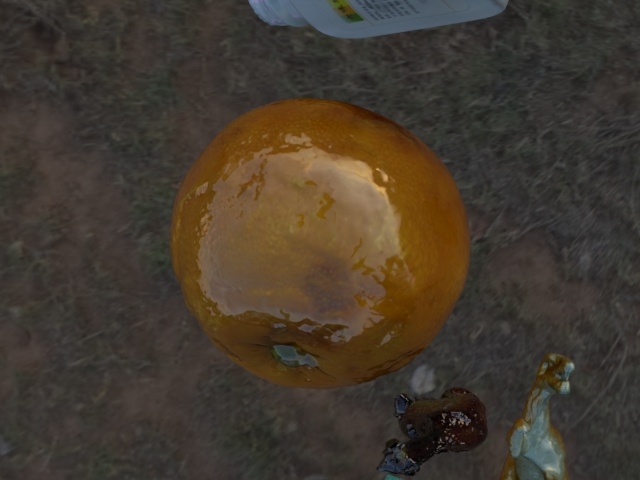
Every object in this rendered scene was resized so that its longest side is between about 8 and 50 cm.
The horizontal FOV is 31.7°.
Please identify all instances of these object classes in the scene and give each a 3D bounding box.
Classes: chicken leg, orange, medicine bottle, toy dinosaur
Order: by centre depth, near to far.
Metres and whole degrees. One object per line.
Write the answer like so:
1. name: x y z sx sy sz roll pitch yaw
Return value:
1. toy dinosaur: 0.157 0.161 0.840 0.057 0.212 0.142 8 81 6
2. orange: 0.000 0.000 0.969 0.261 0.261 0.261 3 100 20
3. chicken leg: 0.114 0.187 1.126 0.106 0.253 0.051 -8 91 11
4. medicine bottle: 0.059 -0.325 1.315 0.324 0.179 0.124 -3 54 41

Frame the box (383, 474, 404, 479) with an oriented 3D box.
1. box: 0.129 0.374 1.356 0.162 0.229 0.041 19 108 9
